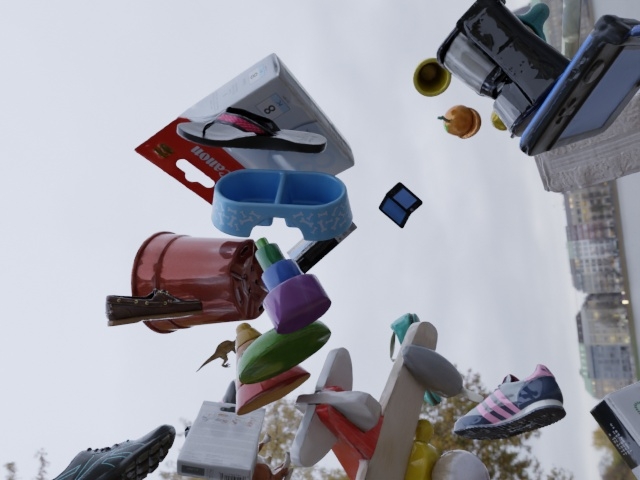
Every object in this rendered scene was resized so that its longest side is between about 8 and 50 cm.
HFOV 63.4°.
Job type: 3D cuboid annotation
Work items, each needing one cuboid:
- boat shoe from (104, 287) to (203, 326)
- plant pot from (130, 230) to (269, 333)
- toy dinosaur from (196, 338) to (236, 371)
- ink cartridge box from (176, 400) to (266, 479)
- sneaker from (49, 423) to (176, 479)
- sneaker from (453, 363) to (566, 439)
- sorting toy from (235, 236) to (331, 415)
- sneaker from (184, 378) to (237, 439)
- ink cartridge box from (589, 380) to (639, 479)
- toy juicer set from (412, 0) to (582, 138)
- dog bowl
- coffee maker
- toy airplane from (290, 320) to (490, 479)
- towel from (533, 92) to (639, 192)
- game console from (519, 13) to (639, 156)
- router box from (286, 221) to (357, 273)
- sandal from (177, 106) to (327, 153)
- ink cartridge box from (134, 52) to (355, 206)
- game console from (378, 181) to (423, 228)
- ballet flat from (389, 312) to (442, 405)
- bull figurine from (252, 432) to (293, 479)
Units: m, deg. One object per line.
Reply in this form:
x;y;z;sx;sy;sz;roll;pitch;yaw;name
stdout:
-0.360;0.141;1.133;0.207;0.073;0.073;-3;-96;-28;boat shoe
-0.283;0.103;1.317;0.272;0.265;0.272;-3;-90;-67;plant pot
-0.284;0.326;1.503;0.183;0.053;0.092;-34;-37;-19;toy dinosaur
-0.254;0.531;1.375;0.232;0.189;0.066;-77;-6;-73;ink cartridge box
-0.392;0.413;0.956;0.267;0.106;0.101;-28;-37;-44;sneaker
0.468;0.416;1.312;0.112;0.319;0.131;28;-133;-25;sneaker
-0.073;0.113;0.683;0.127;0.365;0.126;-20;-117;-23;sorting toy
-0.353;0.586;1.678;0.147;0.104;0.295;20;-110;-18;sneaker
0.565;0.230;0.677;0.069;0.371;0.175;90;159;-52;ink cartridge box
0.349;-0.300;0.931;0.209;0.329;0.089;56;-162;-23;toy juicer set
-0.081;-0.081;1.066;0.166;0.297;0.074;-83;-5;-51;dog bowl
0.282;-0.265;0.740;0.120;0.171;0.178;-21;-117;-38;coffee maker
0.127;0.343;0.826;0.384;0.273;0.385;-1;-88;-60;toy airplane
0.692;-0.237;1.322;0.049;0.282;0.187;-34;-77;-53;towel
0.427;-0.184;0.622;0.293;0.173;0.250;-19;-35;-41;game console
0.000;0.000;1.335;0.046;0.179;0.133;49;177;-16;router box
-0.081;-0.135;0.619;0.067;0.179;0.040;-78;-7;-60;sandal
-0.163;-0.189;1.148;0.308;0.385;0.091;39;-151;-48;ink cartridge box
0.283;-0.124;1.817;0.122;0.107;0.071;39;-150;-15;game console
0.203;0.273;1.161;0.083;0.087;0.247;49;-158;-35;ballet flat
-0.207;0.679;1.582;0.188;0.101;0.310;-48;-59;-17;bull figurine
